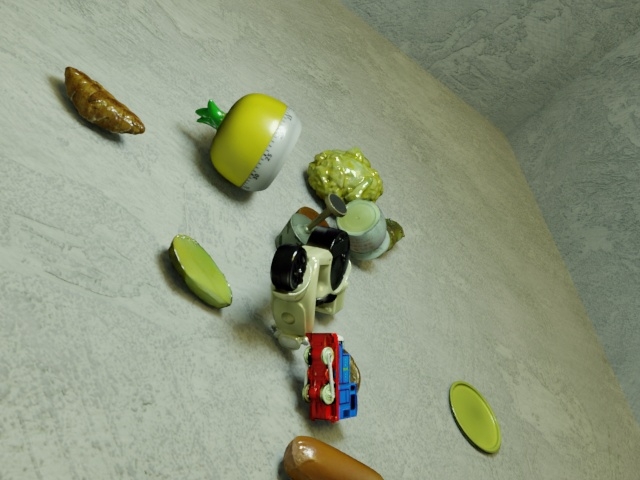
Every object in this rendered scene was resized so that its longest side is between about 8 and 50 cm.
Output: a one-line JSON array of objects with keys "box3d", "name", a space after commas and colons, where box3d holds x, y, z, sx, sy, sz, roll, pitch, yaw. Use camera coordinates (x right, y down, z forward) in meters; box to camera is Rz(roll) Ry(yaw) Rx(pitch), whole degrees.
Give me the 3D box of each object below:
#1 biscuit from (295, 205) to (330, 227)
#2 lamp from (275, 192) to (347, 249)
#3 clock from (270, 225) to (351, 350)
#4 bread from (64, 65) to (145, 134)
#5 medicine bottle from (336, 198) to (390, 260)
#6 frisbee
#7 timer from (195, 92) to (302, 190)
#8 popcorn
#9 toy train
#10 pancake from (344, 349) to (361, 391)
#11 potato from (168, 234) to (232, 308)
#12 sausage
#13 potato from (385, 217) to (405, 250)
[{"box3d": [0.000, 0.000, 2.098, 0.180, 0.039, 0.236, 5, 52, -51], "name": "biscuit"}, {"box3d": [-0.024, -0.035, 1.929, 0.121, 0.215, 0.121, 36, 31, -27], "name": "lamp"}, {"box3d": [-0.024, 0.110, 1.750, 0.120, 0.276, 0.379, 12, 18, 23], "name": "clock"}, {"box3d": [-0.527, -0.317, 1.699, 0.233, 0.076, 0.105, 38, 20, -9], "name": "bread"}, {"box3d": [0.130, -0.030, 2.163, 0.143, 0.147, 0.147, 67, 9, -50], "name": "medicine bottle"}, {"box3d": [0.469, 0.535, 2.162, 0.236, 0.017, 0.235, 34, 34, -26], "name": "frisbee"}, {"box3d": [-0.215, -0.290, 1.925, 0.285, 0.285, 0.285, 34, 34, -27], "name": "timer"}, {"box3d": [0.080, -0.189, 2.272, 0.256, 0.194, 0.254, 21, 32, -12], "name": "popcorn"}, {"box3d": [0.021, 0.316, 1.655, 0.131, 0.083, 0.203, 7, 80, -51], "name": "toy train"}, {"box3d": [0.050, 0.335, 1.806, 0.158, 0.028, 0.158, 33, 37, -29], "name": "pancake"}, {"box3d": [-0.281, 0.077, 1.621, 0.198, 0.054, 0.119, 47, 25, -16], "name": "potato"}, {"box3d": [0.035, 0.505, 1.525, 0.274, 0.105, 0.105, 35, 33, -25], "name": "sausage"}, {"box3d": [0.206, -0.021, 2.350, 0.117, 0.090, 0.226, 56, 31, 9], "name": "potato"}]
